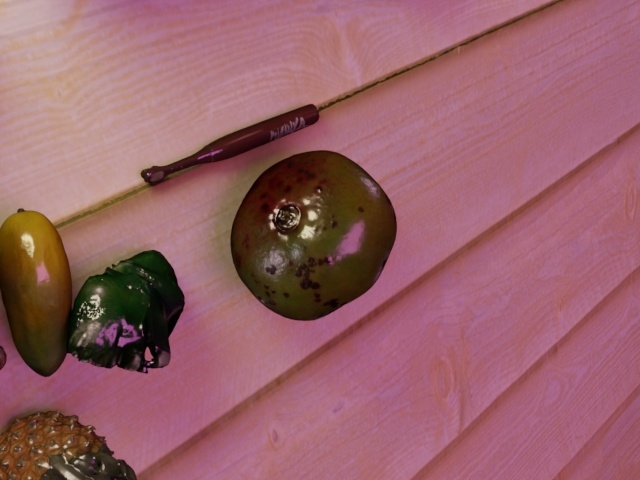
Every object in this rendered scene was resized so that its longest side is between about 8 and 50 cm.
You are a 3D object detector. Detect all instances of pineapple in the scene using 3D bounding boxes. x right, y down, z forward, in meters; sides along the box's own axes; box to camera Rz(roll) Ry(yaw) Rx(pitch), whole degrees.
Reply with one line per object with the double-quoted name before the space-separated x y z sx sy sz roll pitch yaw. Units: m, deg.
"pineapple" -0.315 0.338 1.040 0.166 0.365 0.165 -8 101 -42

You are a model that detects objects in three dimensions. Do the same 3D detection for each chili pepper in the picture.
"chili pepper" -0.263 0.102 1.122 0.264 0.116 0.148 -33 126 -74

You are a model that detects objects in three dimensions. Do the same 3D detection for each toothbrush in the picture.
"toothbrush" -0.141 -0.163 1.290 0.364 0.041 0.040 -28 121 -35

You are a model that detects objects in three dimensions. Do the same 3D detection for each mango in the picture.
"mango" -0.390 0.071 1.049 0.091 0.137 0.237 -7 129 -25

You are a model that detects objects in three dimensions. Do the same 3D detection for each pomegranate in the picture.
"pomegranate" 0.001 0.016 1.326 0.290 0.291 0.323 -52 141 -20

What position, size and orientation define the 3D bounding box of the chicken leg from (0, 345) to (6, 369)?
"chicken leg" -0.493 0.048 0.922 0.140 0.212 0.360 -69 178 -53
